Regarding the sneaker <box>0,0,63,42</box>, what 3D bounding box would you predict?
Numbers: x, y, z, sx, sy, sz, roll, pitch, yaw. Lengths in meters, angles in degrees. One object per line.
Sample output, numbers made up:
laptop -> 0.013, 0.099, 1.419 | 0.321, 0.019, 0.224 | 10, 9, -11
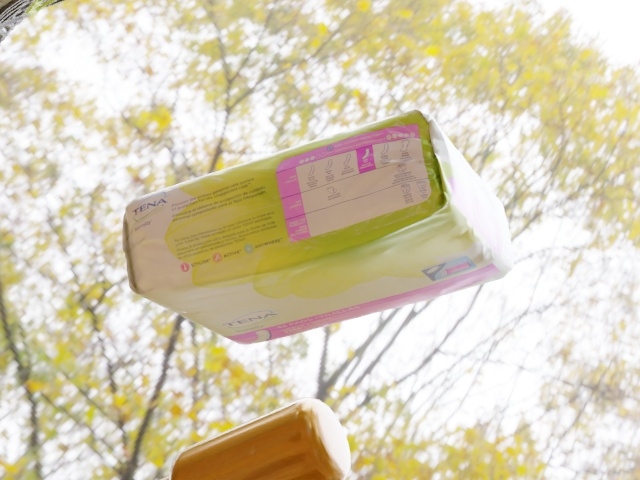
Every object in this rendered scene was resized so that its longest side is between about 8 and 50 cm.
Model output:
sneaker -> -0.345, -0.253, 1.225 | 0.384, 0.145, 0.147 | -32, -88, -5

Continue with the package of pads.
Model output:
package of pads -> 0.000, 0.000, 1.165 | 0.296, 0.229, 0.101 | -17, -112, 17

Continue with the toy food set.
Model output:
toy food set -> 0.002, 0.194, 0.553 | 0.104, 0.111, 0.232 | -24, -72, 18
